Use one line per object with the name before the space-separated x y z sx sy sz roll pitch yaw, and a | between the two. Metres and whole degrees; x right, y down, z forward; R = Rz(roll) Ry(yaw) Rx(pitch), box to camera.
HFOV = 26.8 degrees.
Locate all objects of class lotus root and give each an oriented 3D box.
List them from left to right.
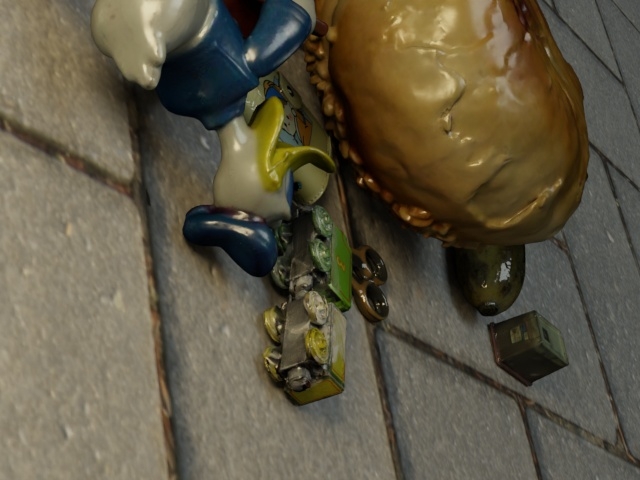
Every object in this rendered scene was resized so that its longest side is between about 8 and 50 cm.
lotus root | 0.204 0.018 1.597 0.089 0.080 0.179 44 31 -32

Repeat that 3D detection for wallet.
wallet | -0.045 -0.121 1.310 0.155 0.039 0.110 49 30 -29

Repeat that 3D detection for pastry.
pastry | 0.126 -0.173 1.431 0.409 0.245 0.410 52 22 -31

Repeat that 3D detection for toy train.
toy train | -0.008 0.057 1.190 0.081 0.060 0.202 50 30 -39

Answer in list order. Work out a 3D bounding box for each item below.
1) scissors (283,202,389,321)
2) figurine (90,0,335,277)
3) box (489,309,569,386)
scissors | 0.000 0.000 1.308 0.220 0.017 0.088 41 37 -39
figurine | -0.098 -0.133 1.126 0.283 0.204 0.338 -26 103 -66
box | 0.251 0.127 1.607 0.084 0.063 0.060 38 35 -44
